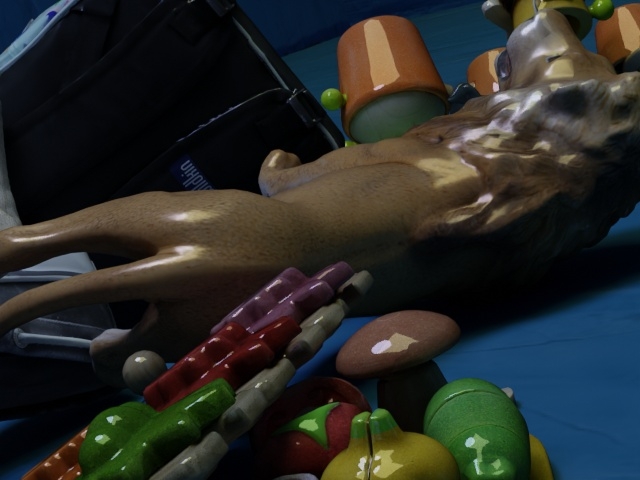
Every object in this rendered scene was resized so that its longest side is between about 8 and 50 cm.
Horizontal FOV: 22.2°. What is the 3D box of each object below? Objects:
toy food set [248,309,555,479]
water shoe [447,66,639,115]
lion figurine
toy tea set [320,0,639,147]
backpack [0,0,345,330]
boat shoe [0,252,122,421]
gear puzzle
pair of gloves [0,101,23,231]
[{"bbox_3d":[0.018,0.074,0.621,0.128,0.071,0.218,-16,10,5],"label":"toy food set"},{"bbox_3d":[0.206,-0.121,1.335,0.203,0.080,0.073,-17,10,0],"label":"water shoe"},{"bbox_3d":[0.000,0.000,0.865,0.392,0.142,0.240,-27,12,-39],"label":"lion figurine"},{"bbox_3d":[0.163,-0.131,1.440,0.336,0.124,0.200,-17,-28,9],"label":"toy tea set"},{"bbox_3d":[-0.134,-0.057,1.117,0.253,0.225,0.191,-40,9,2],"label":"backpack"},{"bbox_3d":[-0.237,0.069,0.869,0.301,0.102,0.108,-4,-35,-43],"label":"boat shoe"},{"bbox_3d":[-0.092,0.090,0.619,0.175,0.044,0.339,-37,2,22],"label":"gear puzzle"},{"bbox_3d":[-0.291,0.030,1.040,0.240,0.204,0.042,-17,-13,11],"label":"pair of gloves"}]
